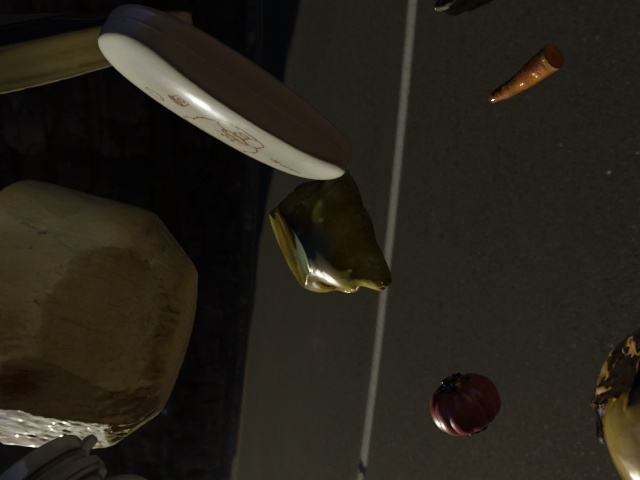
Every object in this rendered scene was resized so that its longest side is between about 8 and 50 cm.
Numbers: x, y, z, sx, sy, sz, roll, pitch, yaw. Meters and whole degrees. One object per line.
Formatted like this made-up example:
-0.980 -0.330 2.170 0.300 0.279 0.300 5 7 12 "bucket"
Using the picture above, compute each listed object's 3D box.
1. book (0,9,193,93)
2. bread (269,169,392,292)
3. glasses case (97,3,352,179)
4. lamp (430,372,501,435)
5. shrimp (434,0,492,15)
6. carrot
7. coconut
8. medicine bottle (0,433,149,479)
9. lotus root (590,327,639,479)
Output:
-0.366 -0.160 0.534 0.428 0.300 0.039 9 119 26 "book"
0.000 0.000 0.837 0.233 0.088 0.160 165 89 -73 "bread"
-0.060 -0.096 0.438 0.074 0.193 0.049 9 72 55 "glasses case"
0.219 0.247 0.953 0.092 0.107 0.107 63 162 -7 "lamp"
0.092 -0.249 0.541 0.169 0.296 0.058 70 175 -53 "shrimp"
0.470 -0.377 1.479 0.210 0.061 0.061 -34 62 57 "carrot"
-0.402 0.110 0.942 0.344 0.415 0.415 114 147 -72 "coconut"
-0.106 0.204 0.345 0.191 0.107 0.107 42 146 13 "medicine bottle"
0.323 0.134 0.360 0.182 0.310 0.183 -61 -13 -24 "lotus root"
